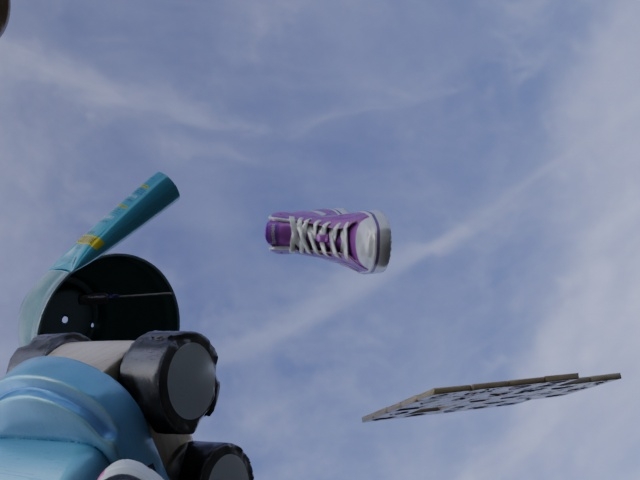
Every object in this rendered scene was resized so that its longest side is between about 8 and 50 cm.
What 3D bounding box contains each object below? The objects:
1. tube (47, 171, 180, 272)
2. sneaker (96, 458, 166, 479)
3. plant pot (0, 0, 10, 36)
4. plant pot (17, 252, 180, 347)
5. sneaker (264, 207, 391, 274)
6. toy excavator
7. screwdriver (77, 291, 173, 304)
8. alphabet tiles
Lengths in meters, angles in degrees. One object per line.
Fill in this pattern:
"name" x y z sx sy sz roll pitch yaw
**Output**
"tube" -0.291 -0.018 1.202 0.207 0.080 0.052 -44 -70 -28
"sneaker" -0.107 0.242 0.636 0.072 0.178 0.077 -59 -3 3
"plant pot" -0.540 -0.309 1.094 0.263 0.229 0.263 -1 -90 -67
"plant pot" -0.440 0.158 1.577 0.293 0.196 0.293 -9 -77 -46
"sneaker" 0.000 0.001 1.349 0.161 0.282 0.102 -1 -86 -21
"toy excavator" -0.260 0.355 0.829 0.445 0.222 0.432 -45 -54 -53
"screwdriver" -0.347 0.098 1.514 0.170 0.025 0.024 -6 -58 -29
"alphabet tiles" 0.186 0.164 0.898 0.237 0.009 0.198 -3 -18 -19
